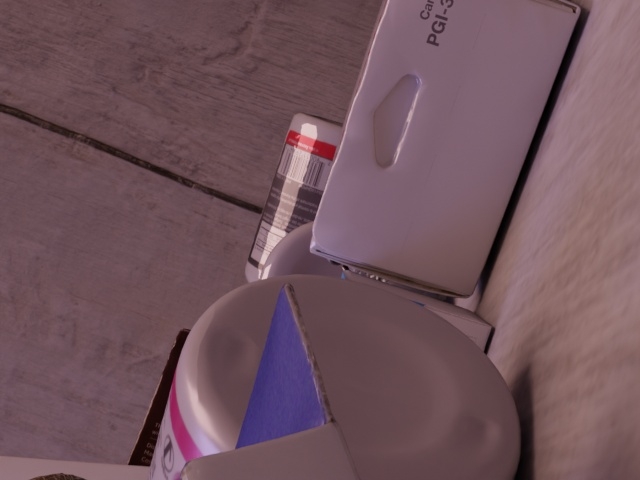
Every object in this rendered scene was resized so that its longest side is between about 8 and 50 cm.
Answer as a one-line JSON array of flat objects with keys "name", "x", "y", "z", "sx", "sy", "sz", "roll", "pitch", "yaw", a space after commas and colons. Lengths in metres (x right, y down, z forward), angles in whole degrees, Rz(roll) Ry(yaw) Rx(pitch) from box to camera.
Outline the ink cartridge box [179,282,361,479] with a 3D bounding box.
[{"name": "ink cartridge box", "x": -0.035, "y": 0.222, "z": 0.350, "sx": 0.307, "sy": 0.072, "sz": 0.303, "roll": -116, "pitch": 36, "yaw": -49}]

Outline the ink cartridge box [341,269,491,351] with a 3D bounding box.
[{"name": "ink cartridge box", "x": 0.035, "y": 0.101, "z": 0.709, "sx": 0.090, "sy": 0.092, "sz": 0.143, "roll": -95, "pitch": 23, "yaw": -87}]

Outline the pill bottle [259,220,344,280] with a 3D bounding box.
[{"name": "pill bottle", "x": 0.004, "y": 0.074, "z": 1.164, "sx": 0.264, "sy": 0.146, "sz": 0.146, "roll": 115, "pitch": 172, "yaw": -77}]

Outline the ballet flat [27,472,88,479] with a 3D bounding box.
[{"name": "ballet flat", "x": -0.200, "y": 0.358, "z": 0.651, "sx": 0.182, "sy": 0.164, "sz": 0.482, "roll": -32, "pitch": 32, "yaw": 57}]

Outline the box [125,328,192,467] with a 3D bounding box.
[{"name": "box", "x": -0.069, "y": 0.204, "z": 1.100, "sx": 0.203, "sy": 0.169, "sz": 0.167, "roll": 69, "pitch": -141, "yaw": -72}]

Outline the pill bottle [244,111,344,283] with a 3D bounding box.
[{"name": "pill bottle", "x": 0.000, "y": 0.000, "z": 1.551, "sx": 0.176, "sy": 0.176, "sz": 0.318, "roll": -84, "pitch": 12, "yaw": -82}]

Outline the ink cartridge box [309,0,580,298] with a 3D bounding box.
[{"name": "ink cartridge box", "x": 0.083, "y": -0.103, "z": 0.837, "sx": 0.283, "sy": 0.117, "sz": 0.207, "roll": -76, "pitch": 4, "yaw": -73}]

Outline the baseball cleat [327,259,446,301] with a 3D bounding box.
[{"name": "baseball cleat", "x": 0.043, "y": 0.032, "z": 0.899, "sx": 0.206, "sy": 0.110, "sz": 0.072, "roll": -81, "pitch": 13, "yaw": -65}]

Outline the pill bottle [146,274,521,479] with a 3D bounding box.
[{"name": "pill bottle", "x": -0.019, "y": 0.172, "z": 0.582, "sx": 0.160, "sy": 0.160, "sz": 0.283, "roll": -75, "pitch": 2, "yaw": -57}]

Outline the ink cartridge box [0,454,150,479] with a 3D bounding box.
[{"name": "ink cartridge box", "x": -0.224, "y": 0.381, "z": 1.005, "sx": 0.166, "sy": 0.286, "sz": 0.394, "roll": -73, "pitch": -19, "yaw": -52}]
